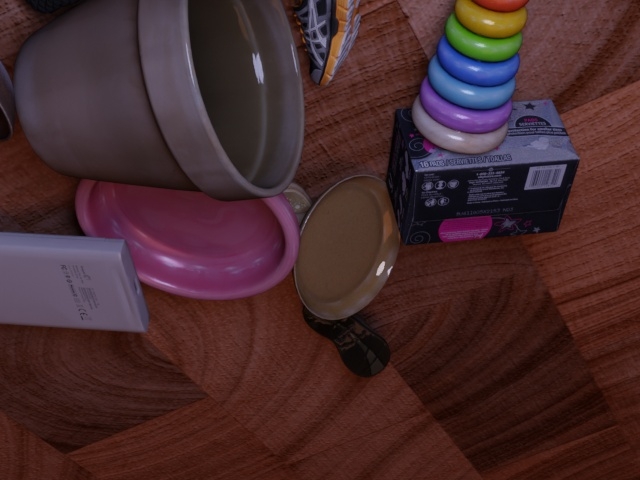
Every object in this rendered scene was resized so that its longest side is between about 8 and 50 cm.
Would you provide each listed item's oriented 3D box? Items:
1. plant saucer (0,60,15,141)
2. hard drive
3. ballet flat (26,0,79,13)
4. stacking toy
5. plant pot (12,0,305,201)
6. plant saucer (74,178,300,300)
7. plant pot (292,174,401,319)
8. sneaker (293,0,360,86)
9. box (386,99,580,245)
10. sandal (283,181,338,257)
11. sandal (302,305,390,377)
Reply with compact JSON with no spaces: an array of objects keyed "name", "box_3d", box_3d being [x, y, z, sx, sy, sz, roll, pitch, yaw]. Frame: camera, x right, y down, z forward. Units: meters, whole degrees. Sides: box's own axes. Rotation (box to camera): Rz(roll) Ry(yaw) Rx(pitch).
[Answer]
[{"name":"plant saucer","box_3d":[-0.468,-0.238,1.268,0.050,0.310,0.311,-52,142,-20]},{"name":"hard drive","box_3d":[-0.433,0.064,1.685,0.307,0.040,0.203,3,140,8]},{"name":"ballet flat","box_3d":[-0.308,-0.310,1.295,0.049,0.057,0.173,23,157,-35]},{"name":"stacking toy","box_3d":[0.224,-0.281,1.450,0.141,0.141,0.330,1,133,-14]},{"name":"plant pot","box_3d":[-0.206,-0.191,1.344,0.280,0.323,0.323,-9,142,22]},{"name":"plant saucer","box_3d":[-0.189,-0.041,1.599,0.332,0.084,0.332,7,141,6]},{"name":"plant pot","box_3d":[0.037,0.008,1.710,0.236,0.032,0.236,-20,119,-40]},{"name":"sneaker","box_3d":[0.005,-0.290,1.429,0.083,0.084,0.215,21,143,7]},{"name":"box","box_3d":[0.235,-0.106,1.634,0.247,0.142,0.163,-6,138,-9]},{"name":"sandal","box_3d":[-0.006,0.003,1.748,0.088,0.079,0.240,-27,137,18]},{"name":"sandal","box_3d":[0.048,0.164,1.968,0.090,0.060,0.219,-38,118,20]}]
